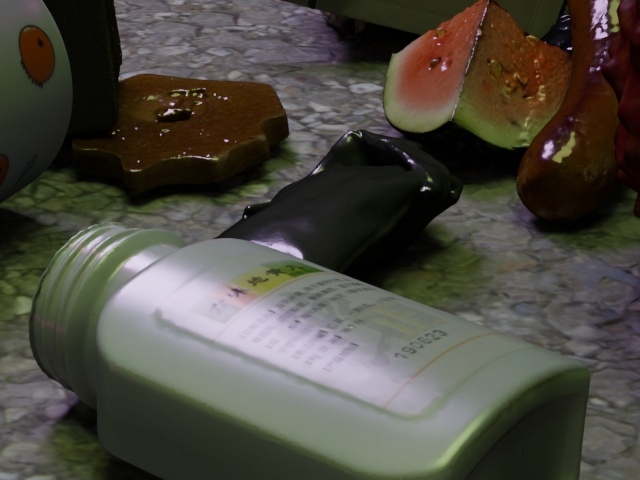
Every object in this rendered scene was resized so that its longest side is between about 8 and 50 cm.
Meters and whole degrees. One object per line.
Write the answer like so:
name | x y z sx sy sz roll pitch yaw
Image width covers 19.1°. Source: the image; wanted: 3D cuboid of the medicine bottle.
medicine bottle | -0.019 0.084 1.101 0.324 0.124 0.179 21 32 32

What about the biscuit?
biscuit | -0.124 -0.084 1.569 0.182 0.034 0.215 5 26 12

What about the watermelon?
watermelon | 0.152 -0.120 1.620 0.145 0.137 0.193 31 14 -24

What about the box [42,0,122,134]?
box | -0.307 -0.180 1.544 0.273 0.184 0.143 -8 24 -2

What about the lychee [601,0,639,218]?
lychee | 0.403 -0.117 1.255 0.424 0.424 0.500 6 50 8

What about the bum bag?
bum bag | 0.000 0.000 1.351 0.142 0.080 0.326 9 27 31

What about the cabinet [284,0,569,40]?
cabinet | 0.108 -0.347 1.876 0.318 0.227 0.290 13 24 -6

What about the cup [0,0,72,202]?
cup | -0.337 -0.071 1.305 0.212 0.212 0.317 11 26 18

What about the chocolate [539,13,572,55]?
chocolate | 0.311 -0.140 1.651 0.343 0.126 0.148 17 69 36

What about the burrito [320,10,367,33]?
burrito | 0.024 -0.247 1.939 0.055 0.041 0.149 2 22 -6

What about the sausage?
sausage | 0.227 -0.129 1.552 0.103 0.076 0.302 20 51 -6
